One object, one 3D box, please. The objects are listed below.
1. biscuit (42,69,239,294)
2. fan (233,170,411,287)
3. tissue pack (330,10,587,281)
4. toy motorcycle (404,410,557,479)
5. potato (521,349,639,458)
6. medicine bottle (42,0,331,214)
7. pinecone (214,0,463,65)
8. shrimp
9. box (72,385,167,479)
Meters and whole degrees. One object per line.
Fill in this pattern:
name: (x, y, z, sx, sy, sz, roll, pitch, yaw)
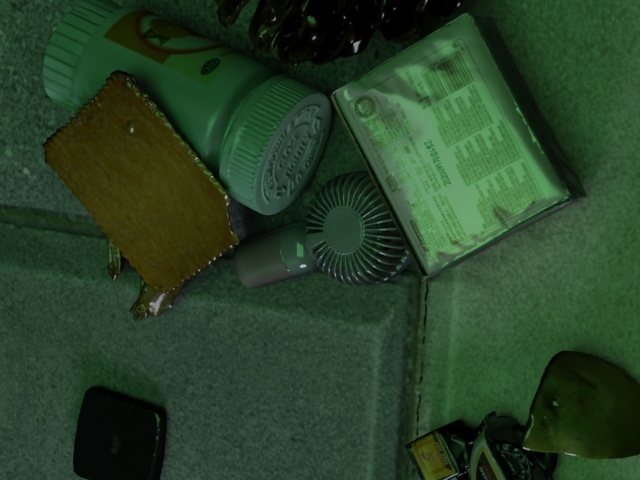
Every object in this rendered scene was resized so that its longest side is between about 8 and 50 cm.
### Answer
biscuit: (-0.205, -0.060, 1.634, 0.237, 0.013, 0.232, 51, 138, -6)
fan: (0.000, 0.000, 1.641, 0.244, 0.074, 0.130, -16, 84, 33)
tissue pack: (0.145, -0.099, 1.510, 0.185, 0.124, 0.225, -29, 83, 19)
toy motorcycle: (0.216, 0.315, 1.568, 0.157, 0.091, 0.263, -31, 81, 35)
potato: (0.290, 0.174, 1.476, 0.120, 0.149, 0.081, 17, 110, 21)
medicine bottle: (-0.159, -0.163, 1.644, 0.318, 0.158, 0.158, 26, 108, 21)
pinecone: (0.007, -0.325, 1.481, 0.298, 0.296, 0.242, 47, 161, 41)
shrimp: (-0.210, 0.013, 1.763, 0.132, 0.052, 0.187, 25, 101, 34)
box: (-0.256, 0.261, 1.831, 0.125, 0.027, 0.126, 15, 103, 21)
